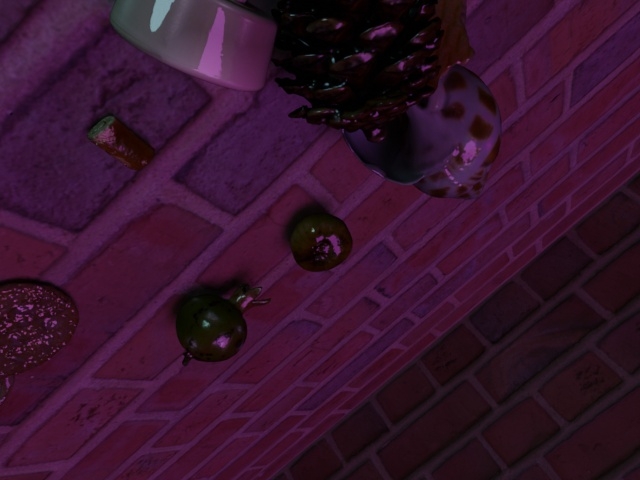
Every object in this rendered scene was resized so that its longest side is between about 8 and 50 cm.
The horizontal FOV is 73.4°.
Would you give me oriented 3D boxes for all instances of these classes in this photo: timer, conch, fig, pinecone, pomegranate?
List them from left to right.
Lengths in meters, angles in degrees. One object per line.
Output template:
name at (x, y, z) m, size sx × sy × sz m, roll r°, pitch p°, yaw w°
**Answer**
pomegranate at (-0.213, 0.180, 0.952) m, size 0.220 × 0.156 × 0.156 m, roll -24°, pitch 146°, yaw -37°
timer at (-0.092, -0.314, 0.436) m, size 0.175 × 0.175 × 0.265 m, roll 1°, pitch 128°, yaw -44°
fig at (0.000, 0.006, 0.956) m, size 0.136 × 0.120 × 0.153 m, roll 26°, pitch 141°, yaw -15°
pinecone at (0.044, -0.256, 0.545) m, size 0.225 × 0.224 × 0.272 m, roll -23°, pitch 118°, yaw -21°
conch at (0.196, -0.189, 0.784) m, size 0.250 × 0.197 × 0.368 m, roll -37°, pitch 104°, yaw 11°

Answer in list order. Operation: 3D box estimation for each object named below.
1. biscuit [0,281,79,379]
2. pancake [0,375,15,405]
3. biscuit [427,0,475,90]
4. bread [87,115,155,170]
biscuit at (-0.521, 0.154, 0.715) m, size 0.220 × 0.033 × 0.219 m, roll -29°, pitch 144°, yaw -24°
pancake at (-0.618, 0.264, 0.740) m, size 0.152 × 0.025 × 0.151 m, roll -27°, pitch 131°, yaw -36°
biscuit at (0.176, -0.351, 0.653) m, size 0.228 × 0.176 × 0.031 m, roll -54°, pitch -172°, yaw -3°
bread at (-0.276, -0.135, 0.599) m, size 0.047 × 0.036 × 0.083 m, roll -46°, pitch 146°, yaw -2°
